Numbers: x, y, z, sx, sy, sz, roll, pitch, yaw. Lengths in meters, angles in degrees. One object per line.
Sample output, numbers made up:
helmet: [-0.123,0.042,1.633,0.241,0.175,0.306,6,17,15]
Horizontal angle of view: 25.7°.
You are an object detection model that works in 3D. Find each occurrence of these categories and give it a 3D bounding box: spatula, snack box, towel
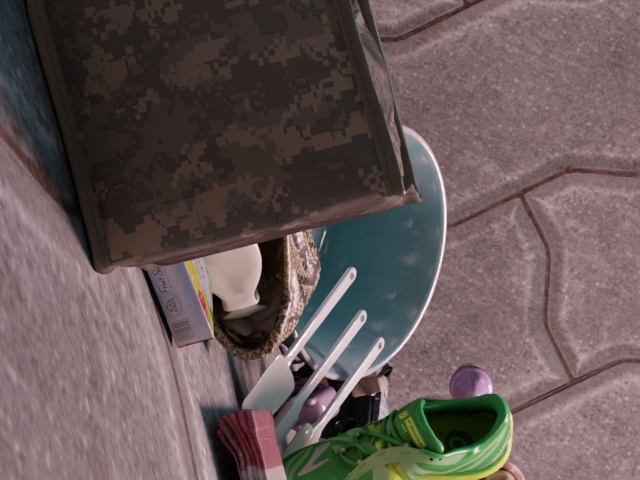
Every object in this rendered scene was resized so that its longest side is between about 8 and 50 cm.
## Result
spatula: [-0.003,0.153,1.587,0.242,0.019,0.168,-51,136,-32]
snack box: [-0.129,0.007,1.204,0.100,0.037,0.141,-102,176,-60]
towel: [-0.036,0.324,1.352,0.237,0.037,0.328,67,10,-81]

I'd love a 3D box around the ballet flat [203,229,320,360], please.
ballet flat: [-0.097,-0.094,1.304,0.182,0.164,0.482,-82,162,-59]

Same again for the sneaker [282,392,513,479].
sneaker: [0.077,0.226,1.542,0.123,0.296,0.109,97,-30,-49]

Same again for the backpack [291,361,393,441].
backpack: [0.037,0.255,2.022,0.182,0.152,0.115,-89,169,-58]

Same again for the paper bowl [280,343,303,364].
paper bowl: [-0.013,0.033,2.108,0.284,0.148,0.284,-17,90,-87]

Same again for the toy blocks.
toy blocks: [0.107,0.307,1.681,0.260,0.289,0.308,-65,141,-80]

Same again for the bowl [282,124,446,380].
bowl: [0.000,0.000,1.698,0.312,0.163,0.311,-22,118,-48]

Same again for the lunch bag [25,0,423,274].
lunch bag: [-0.076,-0.139,1.038,0.169,0.235,0.287,-2,77,-81]
